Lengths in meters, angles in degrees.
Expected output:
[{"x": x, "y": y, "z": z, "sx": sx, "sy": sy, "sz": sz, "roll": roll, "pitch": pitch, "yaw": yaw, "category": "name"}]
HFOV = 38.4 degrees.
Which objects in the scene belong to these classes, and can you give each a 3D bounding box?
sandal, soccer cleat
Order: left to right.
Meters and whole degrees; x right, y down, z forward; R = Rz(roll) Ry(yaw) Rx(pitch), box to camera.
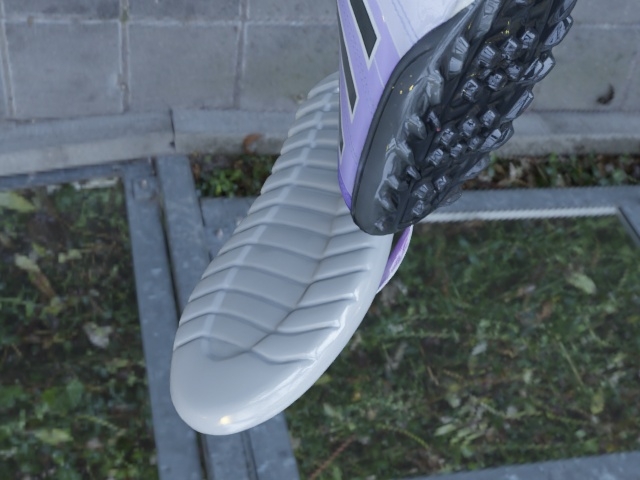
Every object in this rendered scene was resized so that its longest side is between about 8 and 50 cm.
[{"x": 0.013, "y": 0.000, "z": 0.806, "sx": 0.169, "sy": 0.416, "sz": 0.102, "roll": -3, "pitch": 138, "yaw": 36, "category": "sandal"}, {"x": 0.046, "y": -0.144, "z": 0.376, "sx": 0.108, "sy": 0.116, "sz": 0.318, "roll": -29, "pitch": 144, "yaw": -37, "category": "soccer cleat"}]
